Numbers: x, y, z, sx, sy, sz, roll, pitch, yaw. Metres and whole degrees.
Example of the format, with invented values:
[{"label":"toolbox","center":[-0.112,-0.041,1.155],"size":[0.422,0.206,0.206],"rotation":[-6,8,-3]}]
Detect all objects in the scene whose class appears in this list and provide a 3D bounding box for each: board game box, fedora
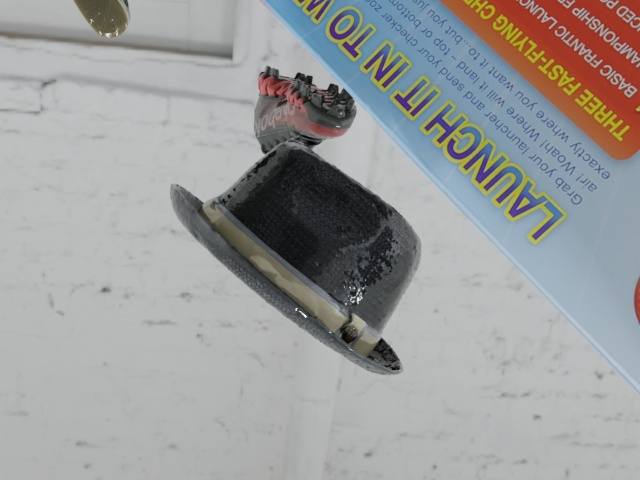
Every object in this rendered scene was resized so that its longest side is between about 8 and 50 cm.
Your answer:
[{"label":"board game box","center":[0.168,-0.119,0.331],"size":[0.308,0.302,0.086],"rotation":[50,-170,20]},{"label":"fedora","center":[0.000,0.000,0.861],"size":[0.334,0.152,0.334],"rotation":[40,-179,0]}]

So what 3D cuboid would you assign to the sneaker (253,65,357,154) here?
[{"label":"sneaker","center":[-0.029,-0.170,1.131],"size":[0.098,0.135,0.276],"rotation":[7,-165,-25]}]

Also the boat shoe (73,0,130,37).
[{"label":"boat shoe","center":[-0.366,-0.420,1.192],"size":[0.080,0.223,0.073],"rotation":[-25,-157,10]}]
